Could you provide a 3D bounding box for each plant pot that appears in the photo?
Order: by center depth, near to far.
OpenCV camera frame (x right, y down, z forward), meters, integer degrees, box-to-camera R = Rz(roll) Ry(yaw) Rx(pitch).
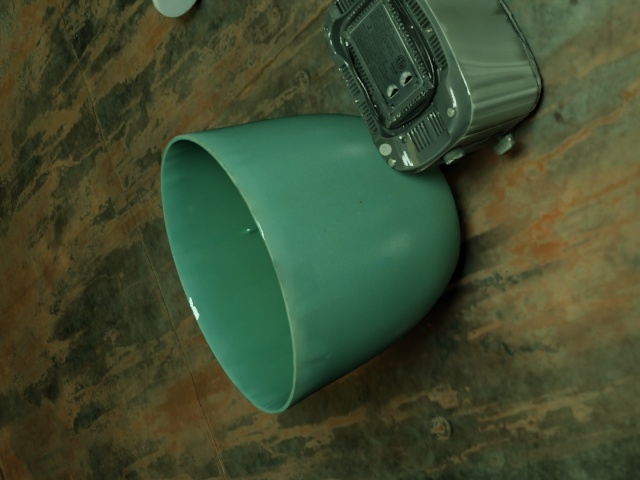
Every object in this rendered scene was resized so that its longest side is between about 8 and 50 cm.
[{"bbox_3d":[0.000,0.000,0.965,0.293,0.235,0.293,43,144,43],"label":"plant pot"}]

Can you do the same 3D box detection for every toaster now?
[{"bbox_3d":[0.106,-0.178,0.885,0.129,0.147,0.226,-40,70,46],"label":"toaster"}]

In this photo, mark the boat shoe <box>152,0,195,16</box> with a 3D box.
[{"bbox_3d":[-0.197,-0.418,1.230,0.076,0.080,0.228,33,123,47],"label":"boat shoe"}]
